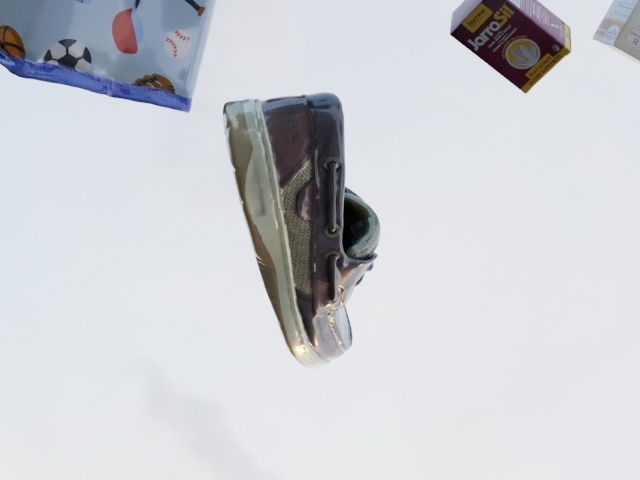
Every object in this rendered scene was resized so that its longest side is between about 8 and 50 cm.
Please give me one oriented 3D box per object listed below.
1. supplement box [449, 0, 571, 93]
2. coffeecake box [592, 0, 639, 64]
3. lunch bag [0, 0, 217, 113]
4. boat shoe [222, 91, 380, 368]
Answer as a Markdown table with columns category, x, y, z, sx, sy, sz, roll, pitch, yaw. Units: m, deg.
| category | x | y | z | sx | sy | sz | roll | pitch | yaw |
| --- | --- | --- | --- | --- | --- | --- | --- | --- | --- |
| supplement box | 0.152 | -0.167 | 0.945 | 0.083 | 0.043 | 0.055 | 34 | -54 | -15 |
| coffeecake box | 0.408 | -0.264 | 1.278 | 0.142 | 0.185 | 0.068 | 25 | 12 | -14 |
| lunch bag | -0.272 | -0.336 | 1.214 | 0.385 | 0.239 | 0.328 | 29 | -76 | 51 |
| boat shoe | 0.000 | 0.000 | 0.883 | 0.092 | 0.103 | 0.285 | -12 | -41 | 4 |
